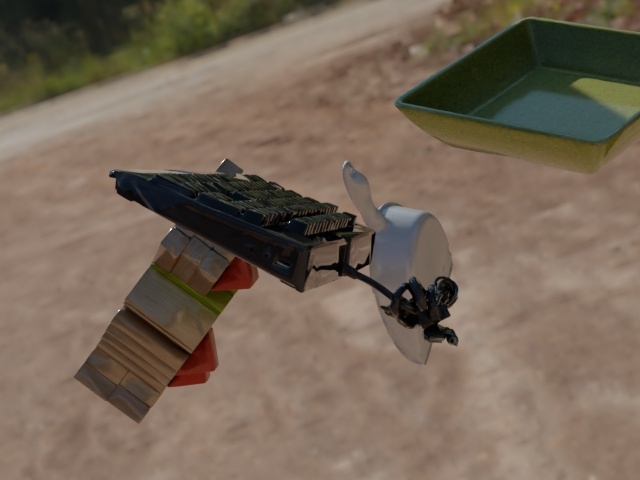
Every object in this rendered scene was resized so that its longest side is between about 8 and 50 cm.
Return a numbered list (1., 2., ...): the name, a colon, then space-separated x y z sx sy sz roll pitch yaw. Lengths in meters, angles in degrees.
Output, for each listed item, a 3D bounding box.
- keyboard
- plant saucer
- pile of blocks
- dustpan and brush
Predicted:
1. keyboard: 0.000 0.000 1.050 0.033 0.201 0.317 -63 -6 6
2. plant saucer: 0.184 -0.107 1.355 0.188 0.045 0.188 15 35 38
3. pile of blocks: -0.126 0.065 1.754 0.149 0.112 0.362 -54 2 -42
4. dustpan and brush: 0.068 0.001 1.687 0.060 0.211 0.147 3 49 19
